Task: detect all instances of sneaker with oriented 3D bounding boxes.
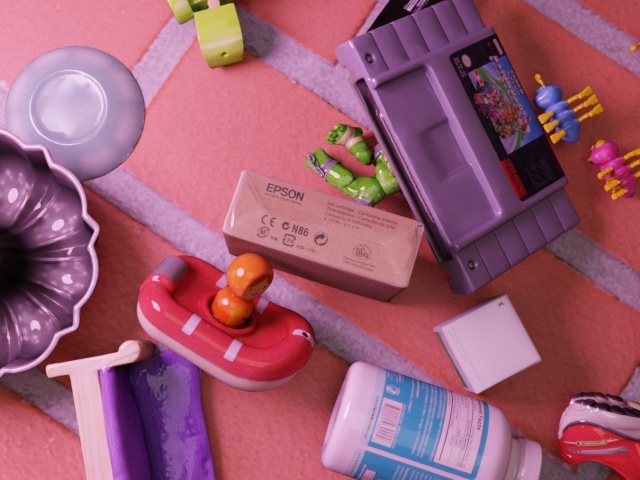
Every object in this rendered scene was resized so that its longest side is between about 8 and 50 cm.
[{"bbox_3d":[0.452,0.288,1.228,0.279,0.107,0.118,16,102,3],"label":"sneaker"}]

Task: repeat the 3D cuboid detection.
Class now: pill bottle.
[{"bbox_3d":[0.143,0.262,1.180,0.264,0.146,0.146,19,83,0],"label":"pill bottle"}]

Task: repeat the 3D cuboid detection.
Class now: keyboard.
[{"bbox_3d":[0.148,-0.327,1.309,0.100,0.038,0.192,34,84,25],"label":"keyboard"}]

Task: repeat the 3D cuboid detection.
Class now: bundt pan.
[{"bbox_3d":[-0.439,0.023,1.195,0.330,0.124,0.331,0,84,-1],"label":"bundt pan"}]

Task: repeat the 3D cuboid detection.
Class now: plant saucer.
[{"bbox_3d":[-0.342,-0.180,1.265,0.194,0.037,0.195,0,83,-3],"label":"plant saucer"}]

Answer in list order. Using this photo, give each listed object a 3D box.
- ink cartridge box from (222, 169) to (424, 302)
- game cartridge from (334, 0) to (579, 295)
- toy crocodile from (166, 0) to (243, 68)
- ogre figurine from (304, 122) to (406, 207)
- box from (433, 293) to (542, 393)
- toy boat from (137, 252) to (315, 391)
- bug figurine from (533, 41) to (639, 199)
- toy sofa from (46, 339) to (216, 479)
[{"bbox_3d":[0.000,0.000,1.179,0.234,0.193,0.088,17,81,-1],"label":"ink cartridge box"},{"bbox_3d":[0.191,-0.135,1.209,0.230,0.068,0.355,-29,94,-25],"label":"game cartridge"},{"bbox_3d":[-0.192,-0.399,1.270,0.115,0.105,0.341,-29,81,-5],"label":"toy crocodile"},{"bbox_3d":[0.091,-0.119,1.251,0.197,0.097,0.118,-22,67,-20],"label":"ogre figurine"},{"bbox_3d":[0.221,0.138,1.225,0.102,0.087,0.101,-27,85,-5],"label":"box"},{"bbox_3d":[-0.107,0.081,1.170,0.231,0.151,0.151,32,120,-2],"label":"toy boat"},{"bbox_3d":[0.432,-0.179,1.277,0.279,0.072,0.216,-29,92,-10],"label":"bug figurine"},{"bbox_3d":[-0.217,0.308,1.160,0.177,0.150,0.363,-10,84,-2],"label":"toy sofa"}]
